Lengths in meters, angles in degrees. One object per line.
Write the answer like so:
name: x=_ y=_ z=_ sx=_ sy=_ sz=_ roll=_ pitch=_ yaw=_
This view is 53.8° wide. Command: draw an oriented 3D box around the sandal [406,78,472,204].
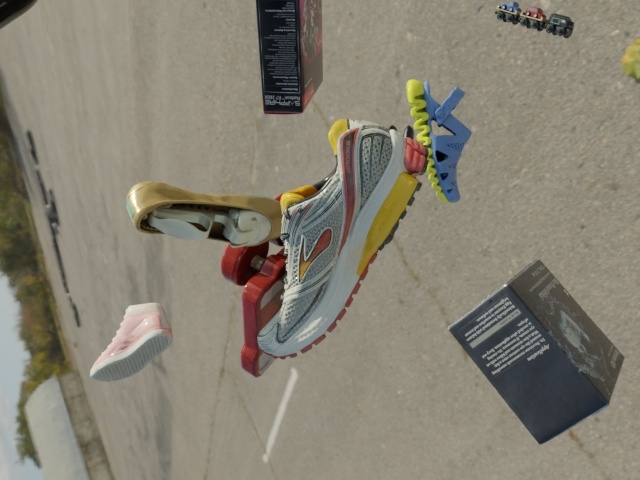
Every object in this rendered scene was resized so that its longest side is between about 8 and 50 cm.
sandal: x=0.303 y=-0.245 z=1.531 sx=0.126 sy=0.138 sz=0.318 roll=-65 pitch=-38 yaw=-76

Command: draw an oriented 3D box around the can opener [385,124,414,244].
can opener: x=0.097 y=-0.080 z=0.875 sx=0.059 sy=0.186 sz=0.073 roll=14 pitch=159 yaw=17

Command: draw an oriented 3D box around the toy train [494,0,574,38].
toy train: x=0.357 y=-0.375 z=1.061 sx=0.158 sy=0.027 sz=0.036 roll=38 pitch=119 yaw=44

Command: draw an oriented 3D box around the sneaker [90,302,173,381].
sneaker: x=-0.252 y=0.132 z=0.836 sx=0.051 sy=0.134 sz=0.070 roll=34 pitch=-153 yaw=-49

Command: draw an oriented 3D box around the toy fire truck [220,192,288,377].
toy fire truck: x=-0.047 y=0.076 z=1.159 sx=0.169 sy=0.302 sz=0.254 roll=25 pitch=134 yaw=20

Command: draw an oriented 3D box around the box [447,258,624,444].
box: x=0.252 y=0.119 z=0.726 sx=0.093 sy=0.156 sz=0.158 roll=-44 pitch=76 yaw=29

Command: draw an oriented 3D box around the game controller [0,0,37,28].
game controller: x=-0.408 y=-0.200 z=0.566 sx=0.166 sy=0.319 sz=0.067 roll=28 pitch=148 yaw=13

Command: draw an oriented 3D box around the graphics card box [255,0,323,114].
graphics card box: x=-0.058 y=-0.463 z=1.255 sx=0.233 sy=0.094 sz=0.371 roll=-69 pitch=-20 yaw=-59

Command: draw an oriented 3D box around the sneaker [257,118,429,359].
sneaker: x=0.000 y=0.000 z=0.538 sx=0.225 sy=0.092 sz=0.088 roll=-62 pitch=4 yaw=15

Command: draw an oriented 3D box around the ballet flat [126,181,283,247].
ballet flat: x=-0.137 y=-0.021 z=0.829 sx=0.073 sy=0.232 sz=0.080 roll=-111 pitch=35 yaw=-48
